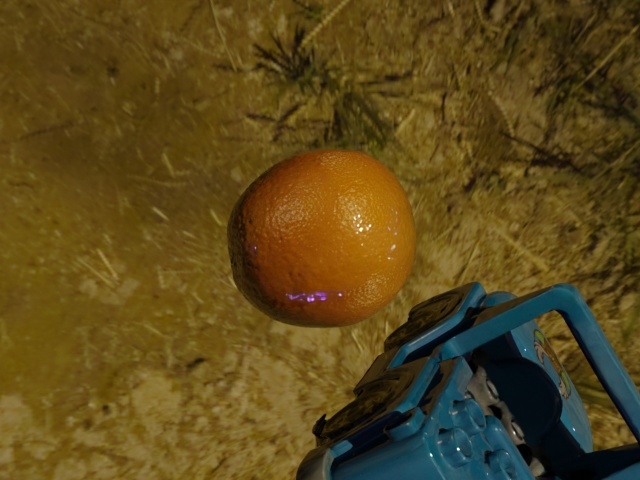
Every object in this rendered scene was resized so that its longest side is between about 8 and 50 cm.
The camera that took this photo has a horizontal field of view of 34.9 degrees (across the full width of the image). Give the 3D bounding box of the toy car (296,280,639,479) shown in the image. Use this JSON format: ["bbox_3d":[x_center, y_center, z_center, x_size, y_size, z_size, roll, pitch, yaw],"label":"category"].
[{"bbox_3d":[0.071,0.078,0.392,0.100,0.191,0.097,-29,96,25],"label":"toy car"}]

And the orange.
[{"bbox_3d":[0.000,0.000,1.086,0.206,0.206,0.206,0,81,3],"label":"orange"}]
